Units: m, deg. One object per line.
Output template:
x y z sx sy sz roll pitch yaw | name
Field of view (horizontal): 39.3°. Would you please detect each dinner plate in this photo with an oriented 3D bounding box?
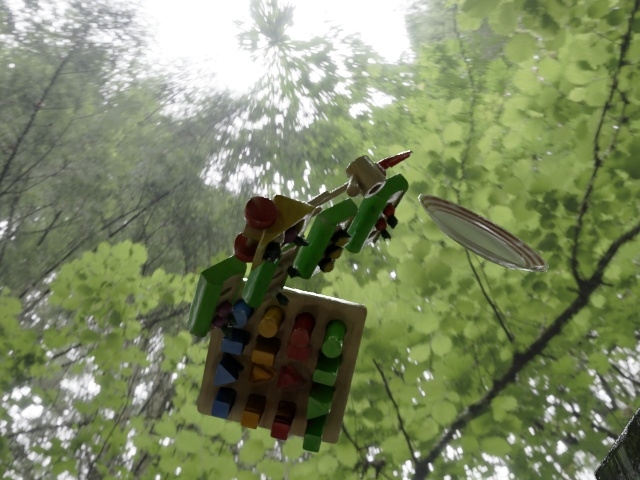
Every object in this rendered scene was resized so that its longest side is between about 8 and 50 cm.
0.153 -0.003 0.861 0.141 0.141 0.017 26 -75 -8 | dinner plate

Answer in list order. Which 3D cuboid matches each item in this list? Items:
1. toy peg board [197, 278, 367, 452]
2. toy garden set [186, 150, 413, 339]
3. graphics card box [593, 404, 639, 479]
-0.046 0.137 0.949 0.161 0.079 0.161 12 -77 2 | toy peg board
0.000 0.000 0.852 0.244 0.204 0.049 -28 -110 -29 | toy garden set
0.479 0.292 1.104 0.094 0.233 0.371 -4 -43 -14 | graphics card box
